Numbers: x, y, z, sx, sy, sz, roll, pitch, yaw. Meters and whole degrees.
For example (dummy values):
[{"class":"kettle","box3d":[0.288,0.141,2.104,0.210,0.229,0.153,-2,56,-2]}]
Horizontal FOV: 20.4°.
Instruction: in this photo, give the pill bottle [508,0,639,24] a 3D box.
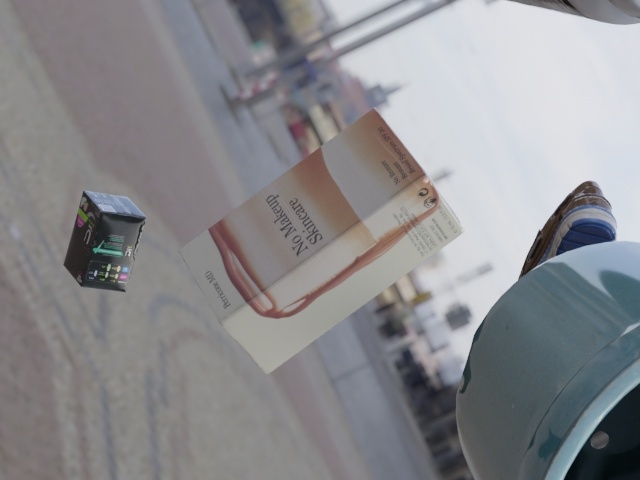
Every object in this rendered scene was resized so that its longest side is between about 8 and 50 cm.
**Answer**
[{"class":"pill bottle","box3d":[0.247,-0.282,1.615,0.283,0.161,0.161,29,-32,62]}]

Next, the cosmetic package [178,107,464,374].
[{"class":"cosmetic package","box3d":[0.000,0.000,2.118,0.129,0.296,0.153,51,2,-47]}]

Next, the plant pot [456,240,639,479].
[{"class":"plant pot","box3d":[0.254,0.160,1.247,0.341,0.341,0.334,64,-4,-17]}]

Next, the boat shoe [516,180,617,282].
[{"class":"boat shoe","box3d":[0.215,0.021,1.582,0.183,0.066,0.066,119,-15,-46]}]

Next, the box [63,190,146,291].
[{"class":"box","box3d":[-0.217,0.001,1.793,0.062,0.052,0.083,43,-60,56]}]
